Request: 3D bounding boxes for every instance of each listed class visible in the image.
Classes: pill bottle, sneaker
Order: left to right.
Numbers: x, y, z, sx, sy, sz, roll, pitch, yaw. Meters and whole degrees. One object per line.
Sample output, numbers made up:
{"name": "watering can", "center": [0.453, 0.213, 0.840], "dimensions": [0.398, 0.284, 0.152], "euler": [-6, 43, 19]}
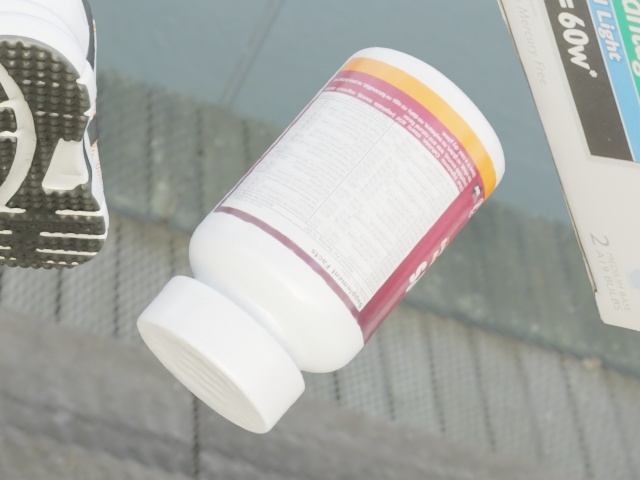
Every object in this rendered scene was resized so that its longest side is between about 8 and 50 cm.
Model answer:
{"name": "sneaker", "center": [-0.063, -0.029, 0.413], "dimensions": [0.040, 0.109, 0.043], "euler": [5, 61, -10]}
{"name": "pill bottle", "center": [0.000, 0.000, 1.134], "dimensions": [0.121, 0.121, 0.221], "euler": [37, 72, 12]}

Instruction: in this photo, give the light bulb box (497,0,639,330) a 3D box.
{"name": "light bulb box", "center": [0.342, -0.159, 1.366], "dimensions": [0.361, 0.358, 0.225], "euler": [-37, 29, -30]}
